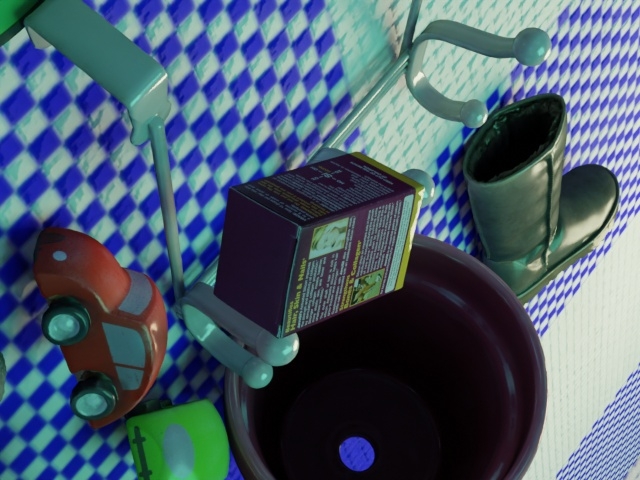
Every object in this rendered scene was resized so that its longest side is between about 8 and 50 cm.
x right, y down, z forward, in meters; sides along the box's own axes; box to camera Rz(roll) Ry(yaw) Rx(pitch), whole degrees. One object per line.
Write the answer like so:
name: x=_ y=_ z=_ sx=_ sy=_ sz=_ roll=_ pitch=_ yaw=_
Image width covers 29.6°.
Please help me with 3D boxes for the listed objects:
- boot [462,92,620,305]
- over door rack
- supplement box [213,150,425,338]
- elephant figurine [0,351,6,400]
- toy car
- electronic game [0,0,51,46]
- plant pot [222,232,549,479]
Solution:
boot: x=0.187 y=-0.052 z=1.012 sx=0.189 sy=0.076 sz=0.208 roll=-48 pitch=146 yaw=-23
over door rack: x=0.011 y=-0.069 z=0.605 sx=0.239 sy=0.108 sz=0.324 roll=-49 pitch=159 yaw=-17
supplement box: x=0.000 y=0.000 z=0.525 sx=0.083 sy=0.043 sz=0.055 roll=-18 pitch=129 yaw=-46
elephant figurine: x=-0.210 y=0.079 z=0.408 sx=0.169 sy=0.186 sz=0.239 roll=46 pitch=60 yaw=-20
toy car: x=-0.081 y=0.112 z=0.644 sx=0.053 sy=0.239 sz=0.225 roll=-13 pitch=175 yaw=1
electronic game: x=-0.136 y=-0.144 z=0.371 sx=0.229 sy=0.048 sz=0.229 roll=-41 pitch=150 yaw=-30
plant pot: x=0.034 y=0.118 z=0.809 sx=0.201 sy=0.201 sz=0.180 roll=-47 pitch=167 yaw=-21
